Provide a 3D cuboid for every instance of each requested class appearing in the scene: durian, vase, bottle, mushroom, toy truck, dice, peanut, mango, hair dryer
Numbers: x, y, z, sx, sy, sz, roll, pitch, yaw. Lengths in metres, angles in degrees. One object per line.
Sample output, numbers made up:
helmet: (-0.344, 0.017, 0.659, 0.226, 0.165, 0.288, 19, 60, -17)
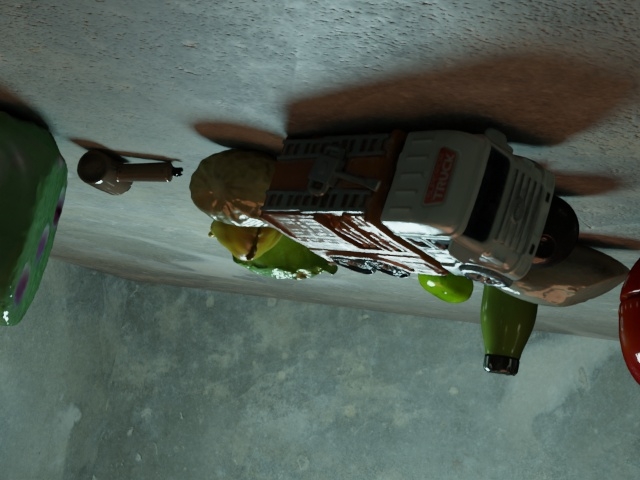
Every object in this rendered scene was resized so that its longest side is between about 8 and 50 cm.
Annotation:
durian: (-0.070, 0.011, 2.064, 0.250, 0.139, 0.101, -2, -179, 28)
vase: (0.311, -0.035, 1.478, 0.120, 0.120, 0.183, 4, 154, 33)
bottle: (0.377, 0.138, 1.995, 0.112, 0.260, 0.112, 9, 171, 1)
mushroom: (0.403, 0.051, 1.886, 0.350, 0.128, 0.128, 12, 172, 8)
toy truck: (0.101, -0.055, 1.327, 0.207, 0.173, 0.387, 27, 165, -37)
dice: (-0.600, -0.049, 1.616, 0.318, 0.330, 0.322, 15, 172, -7)
peanut: (-0.060, -0.070, 1.584, 0.298, 0.120, 0.136, 11, 177, -30)
mango: (0.304, 0.098, 2.451, 0.163, 0.089, 0.117, 29, 170, -33)
hair dryer: (-0.325, -0.118, 1.768, 0.181, 0.064, 0.117, 1, 171, 16)

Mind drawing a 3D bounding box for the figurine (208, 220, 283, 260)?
figurine: (-0.156, -0.032, 1.977, 0.156, 0.131, 0.246, 7, -173, -18)

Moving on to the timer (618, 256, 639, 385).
timer: (0.657, 0.123, 1.543, 0.378, 0.279, 0.378, 9, 169, 2)
